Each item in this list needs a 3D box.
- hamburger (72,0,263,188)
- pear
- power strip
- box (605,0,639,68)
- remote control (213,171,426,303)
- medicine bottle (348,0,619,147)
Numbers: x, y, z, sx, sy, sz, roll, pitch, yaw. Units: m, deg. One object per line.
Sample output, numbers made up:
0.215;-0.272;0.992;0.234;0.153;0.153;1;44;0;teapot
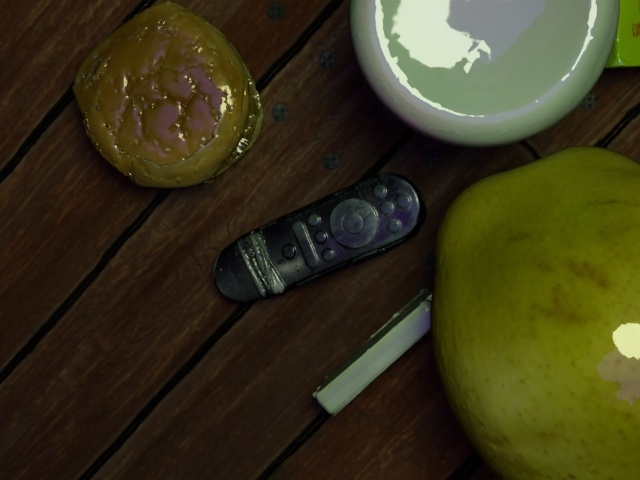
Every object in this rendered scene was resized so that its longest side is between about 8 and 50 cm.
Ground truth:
-0.170;-0.161;1.193;0.213;0.108;0.214;1;94;12;hamburger
0.293;0.104;1.034;0.362;0.362;0.418;-31;65;11;pear
0.069;0.127;1.203;0.192;0.081;0.035;-43;90;11;power strip
0.366;-0.350;1.071;0.187;0.047;0.335;-6;97;-20;box
0.000;0.000;1.213;0.265;0.066;0.090;-23;80;15;remote control
0.162;-0.218;1.031;0.241;0.302;0.241;1;98;9;medicine bottle
